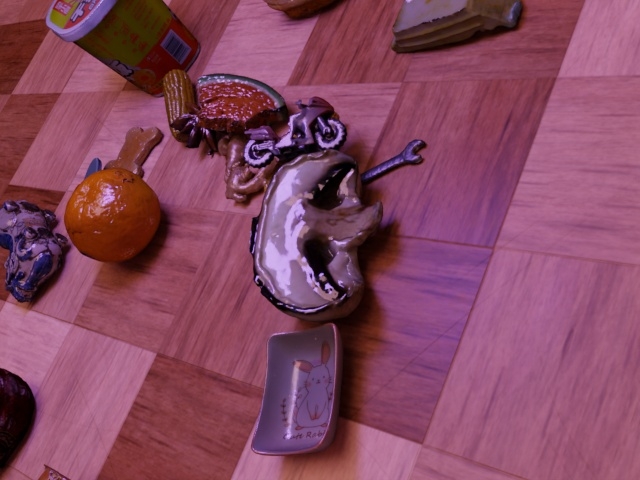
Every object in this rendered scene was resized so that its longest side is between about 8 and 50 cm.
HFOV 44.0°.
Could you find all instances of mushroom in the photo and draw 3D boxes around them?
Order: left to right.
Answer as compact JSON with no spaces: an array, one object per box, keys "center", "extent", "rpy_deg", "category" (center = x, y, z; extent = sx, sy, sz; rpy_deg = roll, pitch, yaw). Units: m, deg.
[{"center":[0.001,0.002,1.425],"extent":[0.247,0.130,0.344],"rpy_deg":[-14,57,7],"category":"mushroom"}]

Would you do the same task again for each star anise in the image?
[{"center":[-0.270,-0.278,1.857],"extent":[0.167,0.057,0.168],"rpy_deg":[-1,68,2],"category":"star anise"}]

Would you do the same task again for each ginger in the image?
[{"center":[-0.176,-0.164,1.730],"extent":[0.193,0.052,0.176],"rpy_deg":[2,58,39],"category":"ginger"}]

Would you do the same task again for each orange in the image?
[{"center":[-0.469,-0.055,1.796],"extent":[0.219,0.193,0.219],"rpy_deg":[-17,64,41],"category":"orange"}]

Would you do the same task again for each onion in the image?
[{"center":[-0.758,0.370,1.732],"extent":[0.207,0.206,0.216],"rpy_deg":[-50,44,1],"category":"onion"}]

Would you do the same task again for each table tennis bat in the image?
[{"center":[-0.589,-0.101,2.010],"extent":[0.149,0.038,0.237],"rpy_deg":[-41,41,45],"category":"table tennis bat"}]

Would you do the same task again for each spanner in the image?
[{"center":[0.089,-0.123,1.513],"extent":[0.254,0.015,0.054],"rpy_deg":[-26,50,24],"category":"spanner"}]

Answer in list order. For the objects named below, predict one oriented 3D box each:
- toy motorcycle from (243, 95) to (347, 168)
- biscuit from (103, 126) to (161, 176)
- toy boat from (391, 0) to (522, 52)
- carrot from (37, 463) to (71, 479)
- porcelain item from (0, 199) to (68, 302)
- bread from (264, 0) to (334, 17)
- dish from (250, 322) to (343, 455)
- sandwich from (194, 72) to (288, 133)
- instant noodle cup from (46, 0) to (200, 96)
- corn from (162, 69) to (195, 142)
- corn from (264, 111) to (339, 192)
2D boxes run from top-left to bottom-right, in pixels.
[{"center":[-0.051,-0.210,1.535],"extent":[0.212,0.084,0.118],"rpy_deg":[-11,71,17],"category":"toy motorcycle"},{"center":[-0.497,-0.190,2.024],"extent":[0.153,0.030,0.234],"rpy_deg":[9,69,45],"category":"biscuit"},{"center":[0.249,-0.441,1.549],"extent":[0.276,0.084,0.111],"rpy_deg":[0,60,40],"category":"toy boat"},{"center":[-0.502,0.565,1.443],"extent":[0.195,0.196,0.254],"rpy_deg":[6,56,41],"category":"carrot"},{"center":[-0.757,0.021,2.038],"extent":[0.288,0.138,0.186],"rpy_deg":[43,109,42],"category":"porcelain item"},{"center":[-0.033,-0.631,1.879],"extent":[0.236,0.120,0.198],"rpy_deg":[-8,56,36],"category":"bread"},{"center":[-0.024,0.254,1.307],"extent":[0.151,0.077,0.213],"rpy_deg":[-15,54,33],"category":"dish"},{"center":[-0.177,-0.291,1.767],"extent":[0.235,0.079,0.159],"rpy_deg":[6,52,16],"category":"sandwich"},{"center":[-0.498,-0.550,2.067],"extent":[0.293,0.308,0.294],"rpy_deg":[-21,50,27],"category":"instant noodle cup"},{"center":[-0.347,-0.333,1.970],"extent":[0.080,0.080,0.231],"rpy_deg":[-31,51,19],"category":"corn"},{"center":[-0.036,-0.168,1.600],"extent":[0.080,0.080,0.238],"rpy_deg":[20,72,45],"category":"corn"}]
